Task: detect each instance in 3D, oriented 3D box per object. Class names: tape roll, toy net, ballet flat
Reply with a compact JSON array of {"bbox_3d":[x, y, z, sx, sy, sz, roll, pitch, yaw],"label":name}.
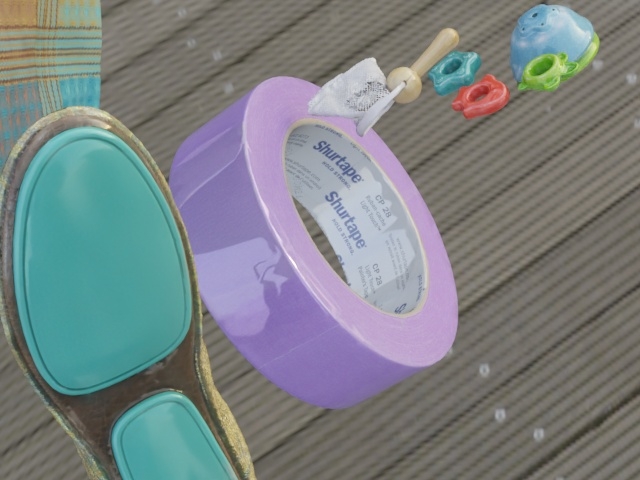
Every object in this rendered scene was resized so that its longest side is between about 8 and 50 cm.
[{"bbox_3d":[0.000,0.000,1.039,0.090,0.274,0.275,-31,56,28],"label":"tape roll"},{"bbox_3d":[0.095,-0.113,0.938,0.232,0.045,0.122,-15,40,28],"label":"toy net"},{"bbox_3d":[-0.126,0.073,0.769,0.123,0.349,0.123,-13,27,7],"label":"ballet flat"}]

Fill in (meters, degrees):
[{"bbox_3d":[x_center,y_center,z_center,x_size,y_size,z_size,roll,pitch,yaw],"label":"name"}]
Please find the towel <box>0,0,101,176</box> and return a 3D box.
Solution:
[{"bbox_3d":[-0.197,-0.157,0.808,0.040,0.271,0.370,2,102,9],"label":"towel"}]
